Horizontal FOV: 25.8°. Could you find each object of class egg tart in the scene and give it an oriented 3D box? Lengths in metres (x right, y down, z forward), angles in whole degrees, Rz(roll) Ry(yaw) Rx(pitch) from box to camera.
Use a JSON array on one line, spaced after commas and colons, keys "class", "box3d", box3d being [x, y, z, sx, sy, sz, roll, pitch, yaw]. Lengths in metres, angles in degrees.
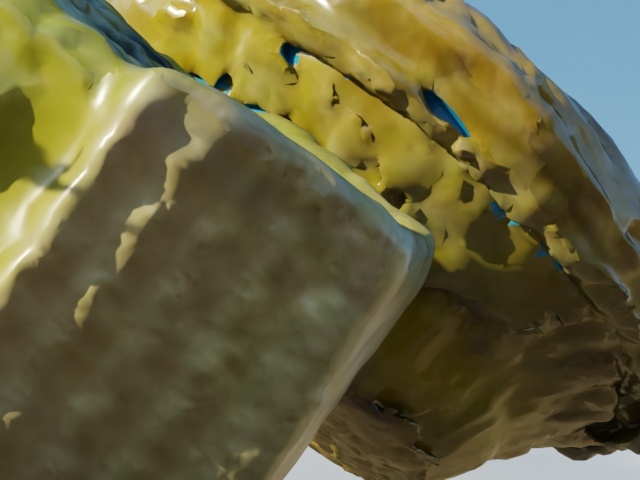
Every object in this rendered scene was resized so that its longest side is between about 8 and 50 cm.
[{"class": "egg tart", "box3d": [0.000, 0.000, 0.697, 0.388, 0.169, 0.388, 37, -16, 12]}]

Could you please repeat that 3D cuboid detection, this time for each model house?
[{"class": "model house", "box3d": [-0.088, 0.016, 0.461, 0.234, 0.193, 0.175, 36, 4, 5]}]
